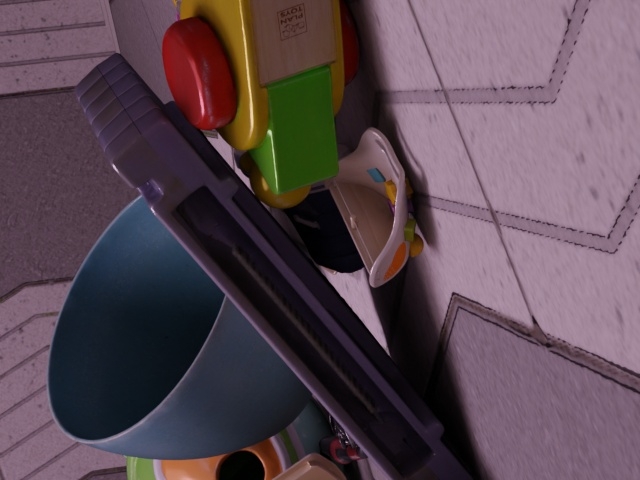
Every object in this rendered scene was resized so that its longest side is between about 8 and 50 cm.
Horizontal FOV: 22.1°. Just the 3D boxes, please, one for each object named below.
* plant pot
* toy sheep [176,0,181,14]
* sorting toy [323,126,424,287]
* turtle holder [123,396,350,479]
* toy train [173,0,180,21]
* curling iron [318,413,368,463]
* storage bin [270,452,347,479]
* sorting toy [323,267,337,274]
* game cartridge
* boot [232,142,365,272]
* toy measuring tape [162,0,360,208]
[{"bbox_3d":[-0.112,0.103,1.664,0.195,0.290,0.290,30,-162,-35],"label":"plant pot"},{"bbox_3d":[-0.073,-0.202,1.174,0.091,0.091,0.132,-130,35,-68],"label":"toy sheep"},{"bbox_3d":[0.038,-0.029,1.002,0.075,0.044,0.083,94,156,-54],"label":"sorting toy"},{"bbox_3d":[-0.079,0.297,1.895,0.227,0.243,0.320,37,144,47],"label":"turtle holder"},{"bbox_3d":[-0.116,-0.234,1.527,0.125,0.046,0.166,-130,18,-64],"label":"toy train"},{"bbox_3d":[0.024,0.199,1.677,0.274,0.035,0.068,106,150,-78],"label":"curling iron"},{"bbox_3d":[-0.032,0.374,1.596,0.123,0.260,0.262,54,-179,-30],"label":"storage bin"},{"bbox_3d":[0.000,0.000,1.419,0.083,0.012,0.062,-151,42,-79],"label":"sorting toy"},{"bbox_3d":[-0.032,0.027,1.163,0.355,0.068,0.230,50,-176,-23],"label":"game cartridge"},{"bbox_3d":[-0.013,-0.031,1.220,0.190,0.069,0.086,-140,31,-72],"label":"boot"},{"bbox_3d":[-0.043,-0.167,0.969,0.121,0.121,0.330,-121,21,-54],"label":"toy measuring tape"}]
